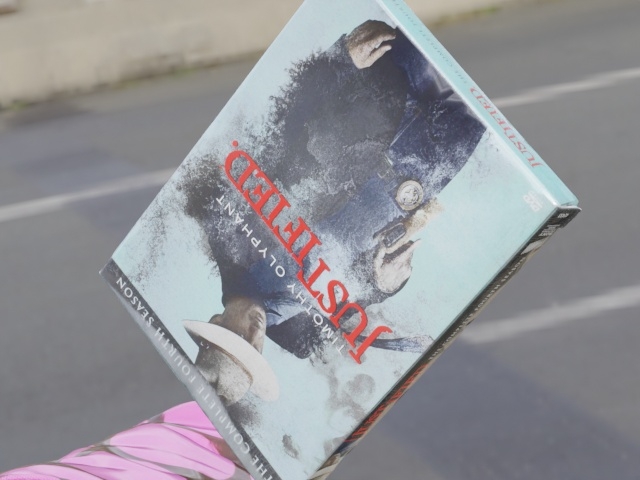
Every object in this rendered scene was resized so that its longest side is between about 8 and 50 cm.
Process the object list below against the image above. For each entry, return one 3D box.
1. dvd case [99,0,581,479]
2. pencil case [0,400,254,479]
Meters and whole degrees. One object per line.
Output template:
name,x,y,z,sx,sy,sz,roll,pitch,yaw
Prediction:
dvd case,0.000,0.000,0.477,0.013,0.087,0.119,-12,-31,-53
pencil case,-0.064,0.113,0.707,0.098,0.095,0.209,-22,-1,16
